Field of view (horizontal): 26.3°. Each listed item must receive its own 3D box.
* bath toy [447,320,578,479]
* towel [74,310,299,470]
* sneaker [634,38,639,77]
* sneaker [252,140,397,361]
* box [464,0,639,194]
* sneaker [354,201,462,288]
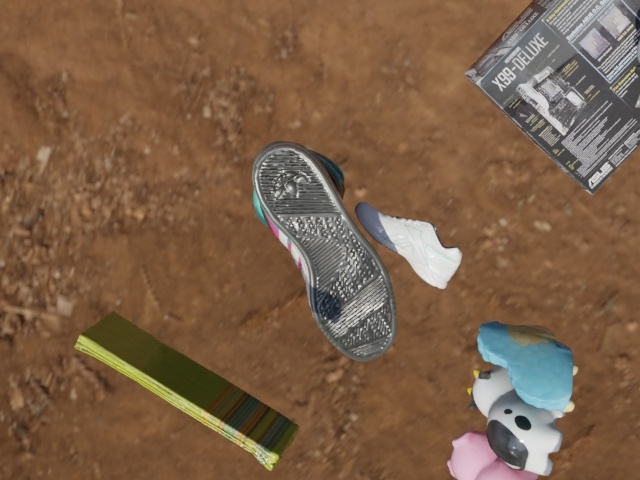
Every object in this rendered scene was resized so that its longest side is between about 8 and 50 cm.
[{"bbox_3d":[0.210,0.266,1.663,0.129,0.348,0.151,14,31,4],"label":"bath toy"},{"bbox_3d":[-0.134,0.151,1.403,0.237,0.021,0.102,31,15,5],"label":"towel"},{"bbox_3d":[0.430,-0.222,1.634,0.269,0.153,0.101,16,99,-48],"label":"sneaker"},{"bbox_3d":[0.000,0.000,1.717,0.124,0.178,0.295,-25,104,4],"label":"sneaker"},{"bbox_3d":[0.389,-0.253,1.870,0.242,0.076,0.307,40,99,-20],"label":"box"},{"bbox_3d":[0.112,-0.007,1.715,0.152,0.061,0.054,37,17,6],"label":"sneaker"}]
